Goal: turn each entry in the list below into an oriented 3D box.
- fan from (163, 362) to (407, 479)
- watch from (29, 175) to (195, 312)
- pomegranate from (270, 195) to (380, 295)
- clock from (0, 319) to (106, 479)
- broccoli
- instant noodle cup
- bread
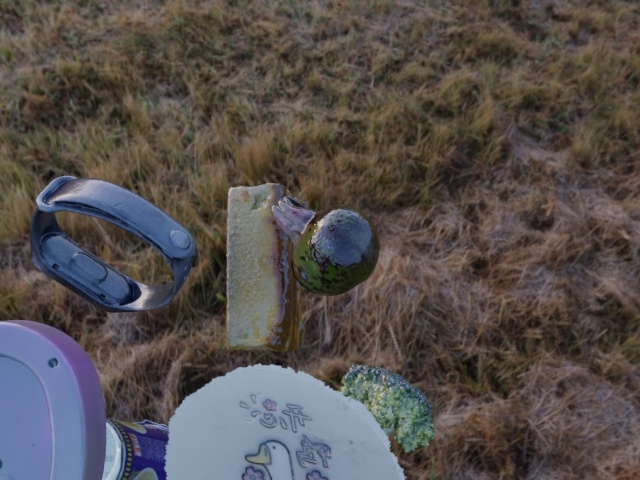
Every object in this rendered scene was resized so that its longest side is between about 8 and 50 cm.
[{"bbox_3d":[-0.012,0.249,0.499,0.233,0.012,0.414,14,31,-19],"label":"fan"},{"bbox_3d":[-0.269,0.007,0.816,0.206,0.193,0.068,41,39,-18],"label":"watch"},{"bbox_3d":[0.010,-0.001,0.911,0.126,0.138,0.163,-14,63,-41],"label":"pomegranate"},{"bbox_3d":[-0.416,0.241,0.732,0.339,0.102,0.338,1,81,-6],"label":"clock"},{"bbox_3d":[0.148,0.449,1.598,0.263,0.247,0.243,29,65,13],"label":"broccoli"},{"bbox_3d":[-0.450,0.502,1.388,0.284,0.312,0.284,-5,62,9],"label":"instant noodle cup"},{"bbox_3d":[-0.088,0.053,1.106,0.114,0.185,0.274,-1,82,12],"label":"bread"}]
